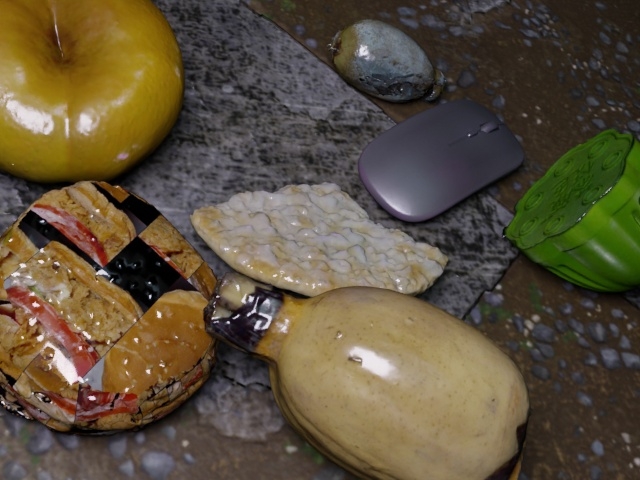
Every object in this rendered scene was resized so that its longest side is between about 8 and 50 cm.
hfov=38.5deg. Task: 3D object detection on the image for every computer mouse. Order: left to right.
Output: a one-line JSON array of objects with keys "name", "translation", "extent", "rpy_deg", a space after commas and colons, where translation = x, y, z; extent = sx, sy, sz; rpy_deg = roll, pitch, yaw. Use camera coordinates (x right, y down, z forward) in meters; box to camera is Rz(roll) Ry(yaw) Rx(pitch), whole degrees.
[{"name": "computer mouse", "translation": [0.148, -0.099, 1.076], "extent": [0.232, 0.057, 0.120], "rpy_deg": [-27, 71, -33]}]

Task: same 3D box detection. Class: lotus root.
[{"name": "lotus root", "translation": [0.041, 0.120, 0.806], "extent": [0.310, 0.183, 0.182], "rpy_deg": [27, 52, -1]}, {"name": "lotus root", "translation": [0.086, -0.214, 1.120], "extent": [0.165, 0.088, 0.088], "rpy_deg": [21, 52, -20]}, {"name": "lotus root", "translation": [0.330, -0.006, 1.035], "extent": [0.186, 0.186, 0.186], "rpy_deg": [10, 54, -15]}]

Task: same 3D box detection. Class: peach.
[{"name": "peach", "translation": [-0.258, -0.164, 0.907], "extent": [0.251, 0.153, 0.251], "rpy_deg": [8, 49, -9]}]

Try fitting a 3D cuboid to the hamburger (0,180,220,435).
[{"name": "hamburger", "translation": [-0.198, 0.062, 0.804], "extent": [0.231, 0.107, 0.231], "rpy_deg": [15, 53, -21]}]

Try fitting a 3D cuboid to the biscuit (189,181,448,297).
[{"name": "biscuit", "translation": [0.000, 0.000, 0.930], "extent": [0.265, 0.040, 0.188], "rpy_deg": [13, 33, -4]}]
